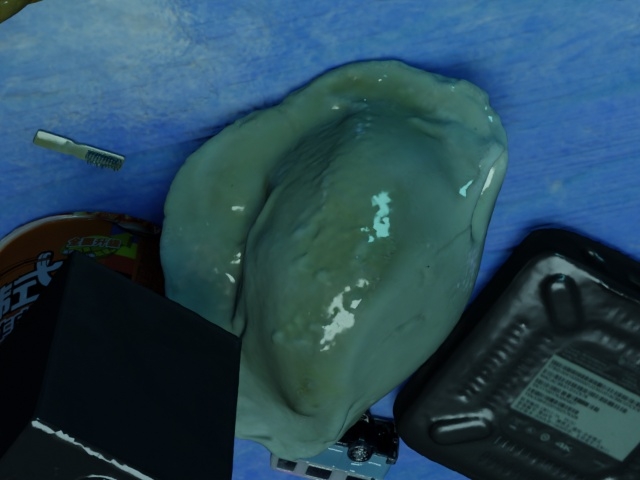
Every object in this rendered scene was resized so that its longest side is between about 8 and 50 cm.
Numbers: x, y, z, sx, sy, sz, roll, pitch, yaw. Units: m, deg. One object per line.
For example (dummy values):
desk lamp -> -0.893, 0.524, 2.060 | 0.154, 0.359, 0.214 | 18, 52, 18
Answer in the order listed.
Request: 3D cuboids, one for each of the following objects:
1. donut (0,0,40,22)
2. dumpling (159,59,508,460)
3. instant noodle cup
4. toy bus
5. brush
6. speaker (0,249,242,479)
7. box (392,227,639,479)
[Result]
donut -> -0.302, -0.285, 1.316 | 0.208, 0.128, 0.261 | -1, 123, 22
dumpling -> 0.025, 0.008, 1.481 | 0.270, 0.320, 0.212 | 49, 155, -21
instant noodle cup -> -0.211, 0.124, 1.573 | 0.250, 0.192, 0.250 | -1, 124, -1
toy bus -> 0.012, 0.208, 1.712 | 0.123, 0.060, 0.075 | 15, 127, -8
brush -> -0.219, -0.080, 1.544 | 0.084, 0.013, 0.016 | 18, 124, -11
speaker -> -0.199, 0.190, 1.362 | 0.184, 0.232, 0.254 | 31, 118, -18
box -> 0.255, 0.147, 1.664 | 0.290, 0.073, 0.289 | 27, 120, -17
